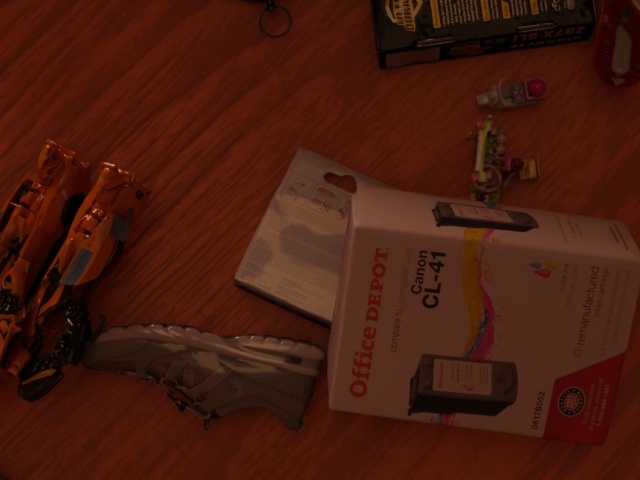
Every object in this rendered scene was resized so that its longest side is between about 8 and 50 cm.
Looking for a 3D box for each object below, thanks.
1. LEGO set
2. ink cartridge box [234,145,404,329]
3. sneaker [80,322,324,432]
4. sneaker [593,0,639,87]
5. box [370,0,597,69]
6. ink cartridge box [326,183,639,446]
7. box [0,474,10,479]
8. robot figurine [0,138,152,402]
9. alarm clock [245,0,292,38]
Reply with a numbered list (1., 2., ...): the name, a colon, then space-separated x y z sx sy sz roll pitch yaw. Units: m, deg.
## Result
1. LEGO set: 0.227 -0.045 1.653 0.132 0.107 0.287 -16 81 1
2. ink cartridge box: 0.000 0.000 1.700 0.145 0.045 0.179 24 74 7
3. sneaker: -0.140 0.155 1.648 0.281 0.105 0.115 6 86 6
4. sneaker: 0.353 -0.294 1.660 0.087 0.128 0.221 15 113 7
5. box: 0.173 -0.380 1.722 0.257 0.079 0.322 -8 81 4
6. ink cartridge box: 0.170 0.081 1.575 0.306 0.131 0.226 6 111 -3
7. box: -0.391 0.324 1.654 0.137 0.072 0.126 27 84 7
8. robot figurine: -0.322 0.037 1.658 0.211 0.085 0.291 20 77 36
9. alarm clock: -0.071 -0.333 1.735 0.129 0.064 0.192 -14 90 -1
